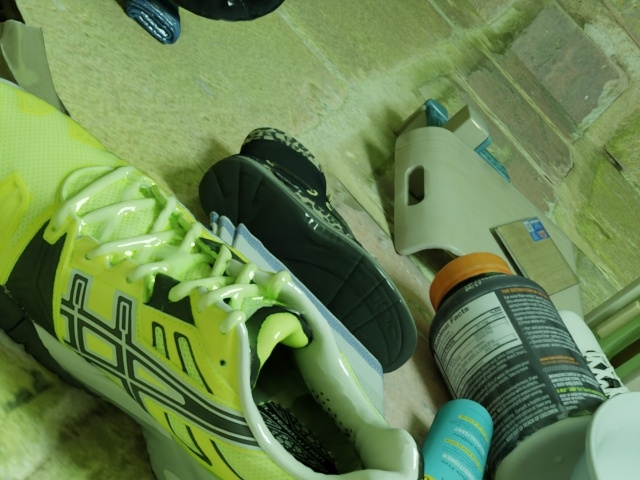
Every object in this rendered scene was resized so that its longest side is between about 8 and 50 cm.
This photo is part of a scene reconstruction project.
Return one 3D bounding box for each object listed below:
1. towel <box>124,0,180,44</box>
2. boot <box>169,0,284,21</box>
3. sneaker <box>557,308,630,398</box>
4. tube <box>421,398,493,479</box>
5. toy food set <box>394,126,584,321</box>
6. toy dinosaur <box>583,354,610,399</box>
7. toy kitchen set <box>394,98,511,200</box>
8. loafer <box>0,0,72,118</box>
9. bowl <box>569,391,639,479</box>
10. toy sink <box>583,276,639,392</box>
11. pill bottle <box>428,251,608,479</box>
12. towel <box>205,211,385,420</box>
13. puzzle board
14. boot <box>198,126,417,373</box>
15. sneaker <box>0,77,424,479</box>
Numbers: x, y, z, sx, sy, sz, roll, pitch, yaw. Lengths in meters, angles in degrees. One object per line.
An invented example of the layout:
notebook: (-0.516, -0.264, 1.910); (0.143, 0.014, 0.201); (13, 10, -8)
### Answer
towel: (-0.171, -0.249, 1.474); (0.067, 0.029, 0.119); (39, 20, -29)
boot: (-0.150, -0.397, 1.556); (0.367, 0.146, 0.445); (8, 32, -45)
sneaker: (0.311, 0.174, 1.561); (0.085, 0.086, 0.237); (1, 57, -35)
tube: (0.103, 0.198, 1.176); (0.080, 0.052, 0.207); (36, 25, -1)
toy food set: (0.201, 0.026, 1.706); (0.306, 0.092, 0.220); (38, 32, -25)
toy dinosaur: (0.234, 0.160, 1.480); (0.118, 0.064, 0.268); (-4, 43, -11)
toy kitchen set: (0.198, -0.103, 1.869); (0.166, 0.122, 0.207); (43, 19, -17)
loafer: (-0.231, -0.139, 1.081); (0.148, 0.050, 0.056); (53, 19, 15)
bowl: (0.309, 0.278, 1.204); (0.298, 0.134, 0.298); (26, 31, -17)
toy sink: (0.398, 0.137, 1.747); (0.131, 0.153, 0.234); (42, 28, -18)
pill bottle: (0.184, 0.122, 1.369); (0.130, 0.130, 0.246); (32, 25, -40)
towel: (-0.027, 0.110, 1.072); (0.209, 0.034, 0.285); (45, 20, -18)
puzzle board: (0.254, 0.020, 1.681); (0.096, 0.011, 0.128); (58, 28, 11)
boot: (0.001, -0.002, 1.278); (0.236, 0.085, 0.178); (45, 16, -8)
sneaker: (-0.080, 0.037, 0.858); (0.385, 0.147, 0.145); (46, 45, 0)
